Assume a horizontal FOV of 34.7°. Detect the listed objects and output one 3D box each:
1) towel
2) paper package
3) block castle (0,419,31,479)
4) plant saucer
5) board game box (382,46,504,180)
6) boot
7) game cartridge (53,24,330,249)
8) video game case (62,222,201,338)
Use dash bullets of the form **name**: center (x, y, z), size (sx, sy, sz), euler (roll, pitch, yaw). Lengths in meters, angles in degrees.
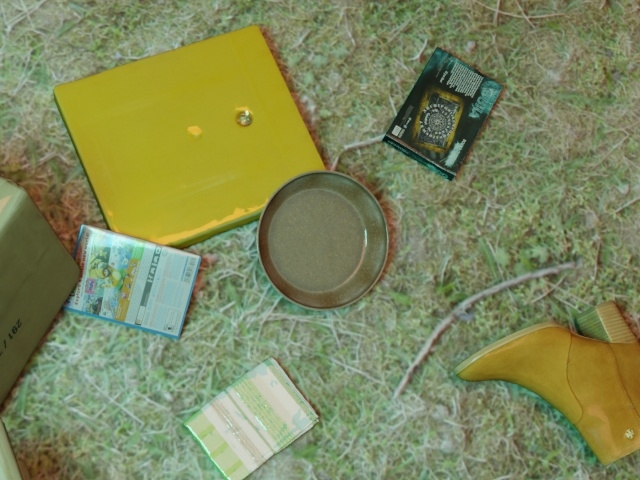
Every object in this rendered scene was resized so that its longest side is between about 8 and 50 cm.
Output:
- **towel**: center (-0.093, 0.243, 1.380), size (0.152, 0.023, 0.113), euler (-35, 79, -18)
- **paper package**: center (-0.454, 0.086, 1.189), size (0.168, 0.309, 0.324), euler (25, 71, 9)
- **block castle**: center (-0.501, 0.386, 1.092), size (0.453, 0.303, 0.212), euler (-19, 70, -18)
- **plant saucer**: center (0.000, 0.000, 1.451), size (0.199, 0.036, 0.198), euler (0, 90, -20)
- **board game box**: center (0.192, -0.198, 1.590), size (0.126, 0.026, 0.186), euler (31, 67, 0)
- **boot**: center (0.349, 0.217, 1.437), size (0.295, 0.104, 0.211), euler (-16, 75, -21)
- **game cartridge**: center (-0.184, -0.142, 1.482), size (0.324, 0.052, 0.285), euler (-21, 77, -16)
- **video game case**: center (-0.256, 0.055, 1.386), size (0.166, 0.015, 0.119), euler (16, 95, -7)
